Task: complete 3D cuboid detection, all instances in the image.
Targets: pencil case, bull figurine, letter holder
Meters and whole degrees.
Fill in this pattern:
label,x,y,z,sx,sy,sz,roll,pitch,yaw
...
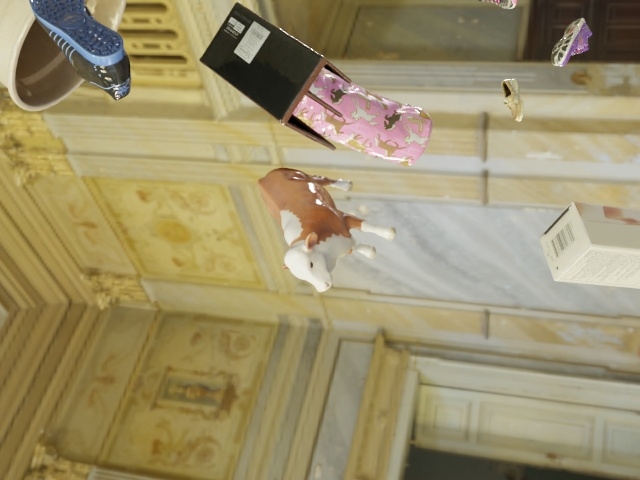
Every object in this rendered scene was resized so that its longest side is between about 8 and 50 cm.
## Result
label,x,y,z,sx,sy,sz,roll,pitch,yaw
pencil case,0.097,-0.326,2.091,0.160,0.386,0.167,-60,25,26
bull figurine,0.000,-0.029,1.297,0.101,0.188,0.310,-67,31,26
letter holder,-0.069,-0.341,1.701,0.152,0.302,0.214,-55,-36,9

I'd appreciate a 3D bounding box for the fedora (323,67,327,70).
label,x,y,z,sx,sy,sz,roll,pitch,yaw
fedora,-0.006,-0.464,2.430,0.124,0.243,0.275,-65,-17,-1

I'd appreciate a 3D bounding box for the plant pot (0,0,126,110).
label,x,y,z,sx,sy,sz,roll,pitch,yaw
plant pot,-0.602,-0.474,1.553,0.334,0.305,0.334,-56,-3,-5

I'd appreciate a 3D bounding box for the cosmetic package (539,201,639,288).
label,x,y,z,sx,sy,sz,roll,pitch,yaw
cosmetic package,0.675,0.015,1.831,0.153,0.296,0.129,121,149,-47

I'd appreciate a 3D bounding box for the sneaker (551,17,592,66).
label,x,y,z,sx,sy,sz,roll,pitch,yaw
sneaker,0.648,-0.497,2.039,0.170,0.071,0.068,-52,12,-26

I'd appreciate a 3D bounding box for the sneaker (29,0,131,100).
label,x,y,z,sx,sy,sz,roll,pitch,yaw
sneaker,-0.354,-0.292,1.182,0.081,0.232,0.090,-29,-35,-23

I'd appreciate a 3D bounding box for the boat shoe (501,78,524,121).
label,x,y,z,sx,sy,sz,roll,pitch,yaw
boat shoe,0.544,-0.400,2.289,0.050,0.045,0.135,119,147,-60

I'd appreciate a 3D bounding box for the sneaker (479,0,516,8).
label,x,y,z,sx,sy,sz,roll,pitch,yaw
sneaker,0.450,-0.646,2.101,0.170,0.075,0.063,-123,30,-52
